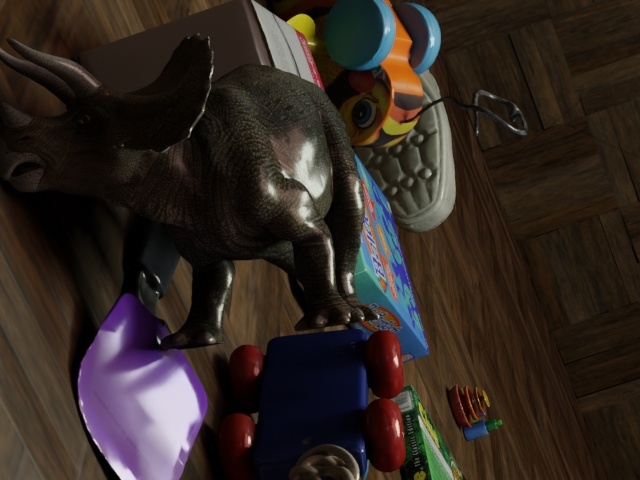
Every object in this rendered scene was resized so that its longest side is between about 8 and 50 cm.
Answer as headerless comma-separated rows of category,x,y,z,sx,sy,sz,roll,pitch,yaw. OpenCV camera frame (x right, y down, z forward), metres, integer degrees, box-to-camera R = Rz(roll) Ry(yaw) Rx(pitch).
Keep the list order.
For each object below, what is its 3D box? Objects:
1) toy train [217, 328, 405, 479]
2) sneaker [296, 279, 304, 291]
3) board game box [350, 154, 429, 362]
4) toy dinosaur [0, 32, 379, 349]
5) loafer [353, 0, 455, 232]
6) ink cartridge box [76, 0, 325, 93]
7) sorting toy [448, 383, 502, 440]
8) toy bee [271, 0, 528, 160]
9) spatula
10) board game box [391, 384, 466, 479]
toy train,0.002,0.162,1.118,0.248,0.105,0.143,-86,168,-66
sneaker,0.000,0.000,1.532,0.061,0.053,0.152,74,11,-46
board game box,0.030,0.001,1.679,0.210,0.047,0.160,50,23,-62
toy dinosaur,-0.024,-0.031,1.003,0.313,0.121,0.160,-7,87,-59
loafer,0.087,-0.128,2.047,0.111,0.112,0.319,48,23,-46
ink cartridge box,-0.065,-0.089,1.147,0.150,0.109,0.063,16,57,-78
sorting toy,0.170,0.183,2.116,0.102,0.042,0.061,25,47,-77
toy bee,0.030,-0.150,1.777,0.195,0.162,0.298,21,29,-36
spatula,-0.087,0.030,1.034,0.084,0.030,0.296,57,14,-24
board game box,0.121,0.253,1.762,0.260,0.030,0.136,60,17,-49
